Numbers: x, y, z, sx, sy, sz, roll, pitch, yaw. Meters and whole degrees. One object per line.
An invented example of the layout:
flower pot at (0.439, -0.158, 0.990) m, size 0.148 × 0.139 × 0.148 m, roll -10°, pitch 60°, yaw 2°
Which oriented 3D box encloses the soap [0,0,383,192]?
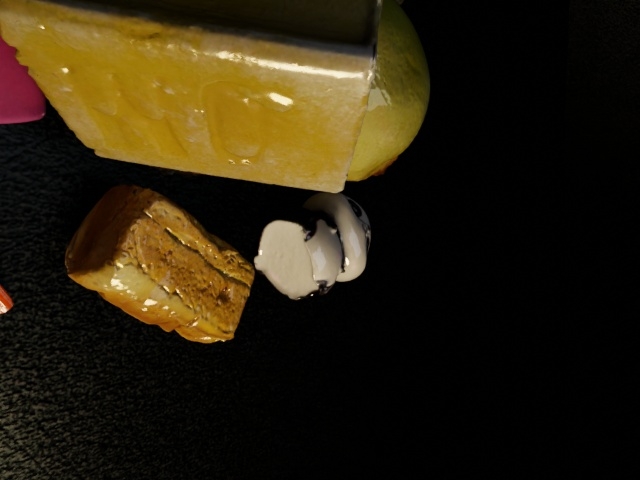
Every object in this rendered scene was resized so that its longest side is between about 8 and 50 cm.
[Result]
soap at (-0.113, -0.181, 0.586) m, size 0.293 × 0.334 × 0.156 m, roll 106°, pitch -7°, yaw -69°

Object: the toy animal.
toy animal at (0.003, 0.001, 1.081) m, size 0.235 × 0.165 × 0.187 m, roll -26°, pitch 107°, yaw -42°

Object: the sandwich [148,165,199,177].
sandwich at (-0.186, -0.151, 0.820) m, size 0.160 × 0.109 × 0.185 m, roll -55°, pitch 140°, yaw -25°

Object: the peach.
peach at (0.022, -0.258, 0.865) m, size 0.281 × 0.316 × 0.314 m, roll -30°, pitch 172°, yaw 12°

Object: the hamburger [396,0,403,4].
hamburger at (0.078, -0.541, 0.880) m, size 0.304 × 0.174 × 0.285 m, roll 19°, pitch 54°, yaw -51°

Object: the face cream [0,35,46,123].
face cream at (-0.357, -0.216, 0.510) m, size 0.175 × 0.175 × 0.195 m, roll -17°, pitch 118°, yaw -48°

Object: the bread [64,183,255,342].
bread at (-0.230, 0.046, 0.826) m, size 0.294 × 0.132 × 0.167 m, roll 43°, pitch 69°, yaw -50°

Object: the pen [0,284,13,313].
pen at (-0.432, -0.004, 0.628) m, size 0.028 × 0.028 × 0.239 m, roll -45°, pitch 136°, yaw -32°
